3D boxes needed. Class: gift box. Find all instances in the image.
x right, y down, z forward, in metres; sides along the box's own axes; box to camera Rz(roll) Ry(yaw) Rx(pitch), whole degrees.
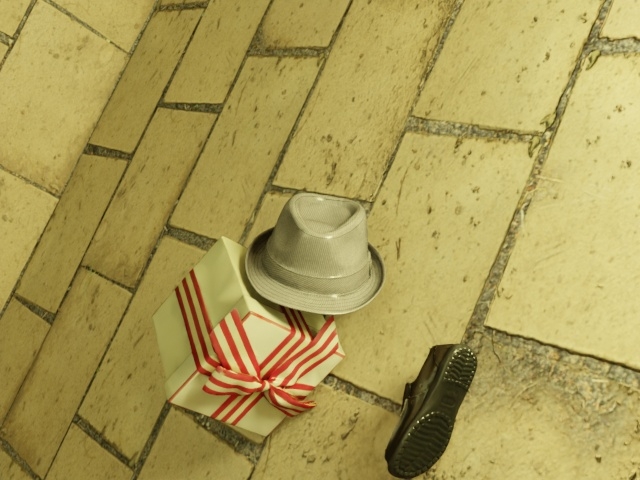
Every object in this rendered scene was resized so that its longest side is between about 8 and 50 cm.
[{"bbox_3d":[-0.126,0.163,1.453,0.276,0.255,0.258,-51,37,20],"label":"gift box"}]

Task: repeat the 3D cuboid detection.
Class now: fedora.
[{"bbox_3d":[0.000,0.000,1.411,0.275,0.244,0.124,-58,-20,-62],"label":"fedora"}]

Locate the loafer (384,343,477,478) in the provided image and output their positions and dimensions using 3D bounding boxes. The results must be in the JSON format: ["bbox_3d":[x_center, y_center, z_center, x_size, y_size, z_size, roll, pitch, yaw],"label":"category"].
[{"bbox_3d":[0.159,0.252,1.243,0.220,0.080,0.078,-59,29,-7],"label":"loafer"}]
